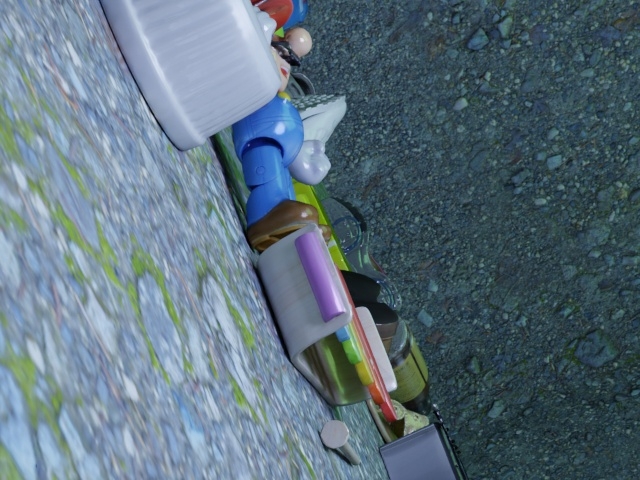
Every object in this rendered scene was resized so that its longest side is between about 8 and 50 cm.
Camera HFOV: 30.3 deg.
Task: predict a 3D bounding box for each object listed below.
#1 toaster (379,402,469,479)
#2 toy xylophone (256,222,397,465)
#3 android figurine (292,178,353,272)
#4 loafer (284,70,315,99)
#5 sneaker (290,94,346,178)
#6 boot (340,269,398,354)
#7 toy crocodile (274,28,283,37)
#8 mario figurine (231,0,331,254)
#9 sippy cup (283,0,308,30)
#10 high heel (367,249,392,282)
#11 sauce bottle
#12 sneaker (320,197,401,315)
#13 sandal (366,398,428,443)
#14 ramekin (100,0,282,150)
[{"bbox_3d":[0.174,0.372,1.793,0.168,0.110,0.185,62,6,-61],"label":"toaster"},{"bbox_3d":[0.019,0.120,1.297,0.322,0.081,0.236,54,14,-74],"label":"toy xylophone"},{"bbox_3d":[0.000,0.000,2.004,0.248,0.056,0.273,55,12,-76],"label":"android figurine"},{"bbox_3d":[-0.063,-0.218,1.865,0.319,0.111,0.112,-99,-176,-70],"label":"loafer"},{"bbox_3d":[-0.034,-0.139,1.639,0.235,0.090,0.094,-39,121,-49],"label":"sneaker"},{"bbox_3d":[0.036,0.118,1.717,0.305,0.112,0.115,-116,-148,-71],"label":"boot"},{"bbox_3d":[-0.146,-0.333,1.640,0.115,0.105,0.340,-38,111,-48],"label":"toy crocodile"},{"bbox_3d":[-0.043,-0.152,1.320,0.198,0.170,0.320,-34,-113,59],"label":"mario figurine"},{"bbox_3d":[-0.120,-0.448,1.894,0.305,0.240,0.224,-43,129,-45],"label":"sippy cup"},{"bbox_3d":[0.081,0.041,2.479,0.244,0.082,0.117,54,-14,34],"label":"high heel"},{"bbox_3d":[0.138,0.240,2.126,0.344,0.111,0.111,64,4,-57],"label":"sauce bottle"},{"bbox_3d":[0.058,0.053,2.402,0.129,0.111,0.297,118,-48,-66],"label":"sneaker"},{"bbox_3d":[0.146,0.319,1.965,0.088,0.079,0.240,-107,173,-60],"label":"sandal"},{"bbox_3d":[-0.115,-0.195,1.061,0.207,0.109,0.207,-23,90,-87],"label":"ramekin"}]
